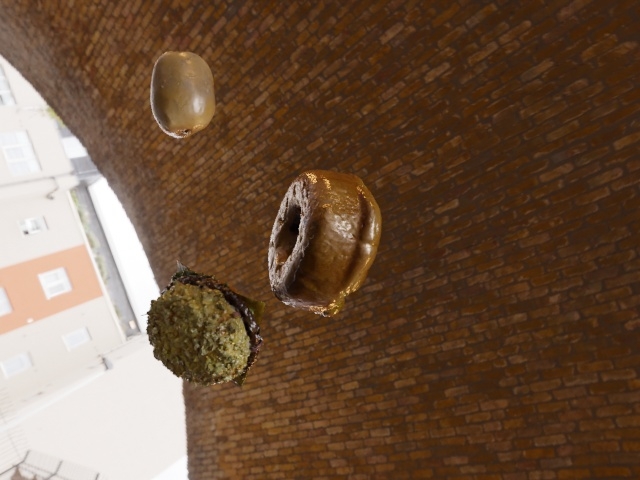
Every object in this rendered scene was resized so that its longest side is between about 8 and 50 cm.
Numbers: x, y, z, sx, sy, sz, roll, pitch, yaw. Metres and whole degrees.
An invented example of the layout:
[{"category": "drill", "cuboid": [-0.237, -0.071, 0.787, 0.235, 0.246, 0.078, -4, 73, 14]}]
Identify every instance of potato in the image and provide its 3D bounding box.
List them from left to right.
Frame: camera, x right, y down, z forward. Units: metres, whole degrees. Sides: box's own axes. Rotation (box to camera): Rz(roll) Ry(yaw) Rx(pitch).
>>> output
[{"category": "potato", "cuboid": [-0.263, -0.283, 0.950, 0.119, 0.109, 0.177, -3, -104, 1]}]

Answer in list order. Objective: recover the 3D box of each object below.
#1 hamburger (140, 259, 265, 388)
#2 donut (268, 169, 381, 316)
[{"category": "hamburger", "cuboid": [-0.230, 0.178, 0.934, 0.243, 0.139, 0.261, 22, -59, 17]}, {"category": "donut", "cuboid": [-0.001, 0.000, 0.762, 0.227, 0.114, 0.226, -166, -90, -69]}]
